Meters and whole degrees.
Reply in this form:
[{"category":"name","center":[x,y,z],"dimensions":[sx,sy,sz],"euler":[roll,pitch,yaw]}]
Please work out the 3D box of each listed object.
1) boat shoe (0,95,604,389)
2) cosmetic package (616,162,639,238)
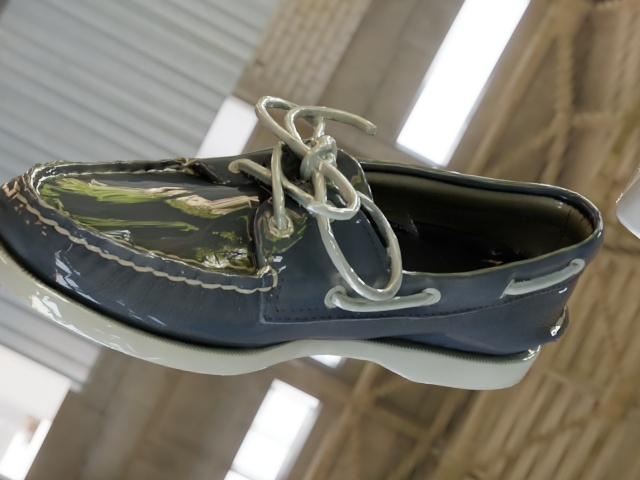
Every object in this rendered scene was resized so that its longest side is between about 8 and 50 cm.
[{"category":"boat shoe","center":[0.000,0.000,0.658],"dimensions":[0.079,0.254,0.095],"euler":[-57,-140,27]},{"category":"cosmetic package","center":[0.362,-0.093,0.536],"dimensions":[0.394,0.329,0.327],"euler":[-49,180,37]}]
